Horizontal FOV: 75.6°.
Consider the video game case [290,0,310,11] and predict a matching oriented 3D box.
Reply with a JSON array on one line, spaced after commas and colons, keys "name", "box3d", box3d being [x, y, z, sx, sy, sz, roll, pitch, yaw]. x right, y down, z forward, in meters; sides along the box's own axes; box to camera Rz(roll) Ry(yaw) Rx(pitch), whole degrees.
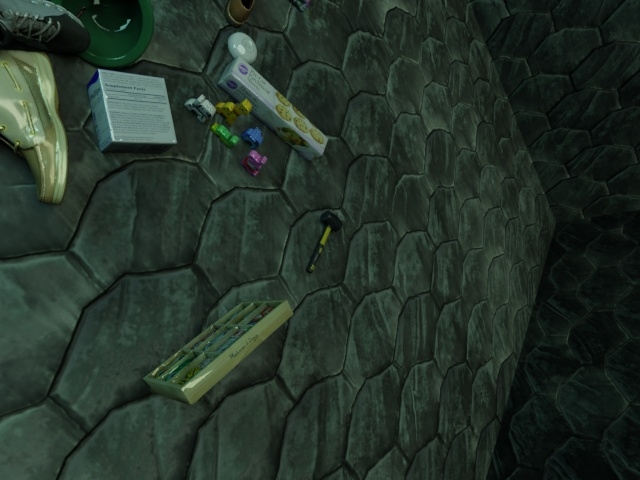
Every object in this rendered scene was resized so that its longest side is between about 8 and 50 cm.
[{"name": "video game case", "box3d": [-0.094, -0.833, 1.212, 0.210, 0.041, 0.232, 31, 62, -35]}]

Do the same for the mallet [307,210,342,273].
[{"name": "mallet", "box3d": [0.000, 0.000, 1.142, 0.062, 0.039, 0.190, 48, 56, -28]}]

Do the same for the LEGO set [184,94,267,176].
[{"name": "LEGO set", "box3d": [-0.190, -0.270, 0.966, 0.227, 0.093, 0.087, 46, 53, -28]}]

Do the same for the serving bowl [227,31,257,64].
[{"name": "serving bowl", "box3d": [-0.194, -0.493, 1.054, 0.083, 0.027, 0.084, 11, 74, -44]}]

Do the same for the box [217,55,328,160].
[{"name": "box", "box3d": [-0.113, -0.331, 1.075, 0.324, 0.063, 0.067, 36, 57, -34]}]

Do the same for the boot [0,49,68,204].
[{"name": "boot", "box3d": [-0.512, -0.177, 0.629, 0.203, 0.095, 0.262, -9, 86, -45]}]

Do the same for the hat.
[{"name": "hat", "box3d": [-0.418, -0.468, 0.830, 0.172, 0.184, 0.209, 22, 110, -28]}]

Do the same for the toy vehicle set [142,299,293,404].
[{"name": "toy vehicle set", "box3d": [-0.195, 0.205, 0.812, 0.267, 0.165, 0.035, -38, 109, -42]}]

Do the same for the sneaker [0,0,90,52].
[{"name": "sneaker", "box3d": [-0.477, -0.335, 0.654, 0.228, 0.086, 0.132, 6, 43, -52]}]

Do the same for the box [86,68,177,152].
[{"name": "box", "box3d": [-0.366, -0.246, 0.804, 0.126, 0.072, 0.137, -11, 90, -45]}]

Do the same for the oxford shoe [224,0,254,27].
[{"name": "oxford shoe", "box3d": [-0.189, -0.653, 1.061, 0.076, 0.076, 0.213, 17, 69, -40]}]
